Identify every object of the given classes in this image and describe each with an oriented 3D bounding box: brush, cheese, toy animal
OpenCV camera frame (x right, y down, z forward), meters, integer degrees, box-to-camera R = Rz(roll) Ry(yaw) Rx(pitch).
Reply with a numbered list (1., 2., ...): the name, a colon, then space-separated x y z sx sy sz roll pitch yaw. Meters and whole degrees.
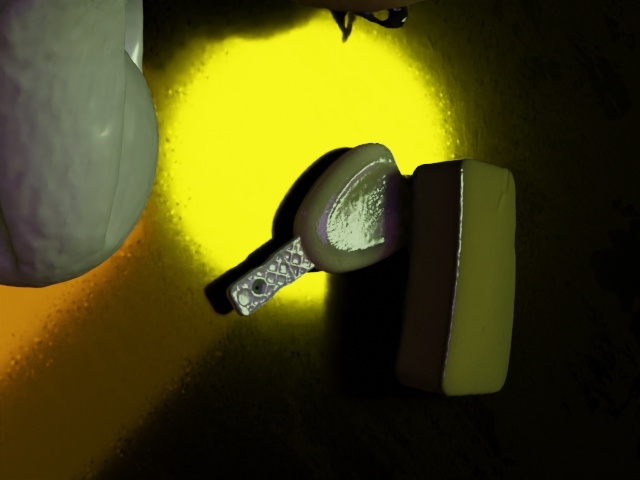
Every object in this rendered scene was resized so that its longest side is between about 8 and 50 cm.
1. brush: 0.118 0.031 1.012 0.123 0.059 0.197 9 85 -59
2. cheese: 0.000 0.000 0.974 0.192 0.037 0.097 -37 108 -26
3. toy animal: -0.179 -0.098 0.762 0.206 0.272 0.265 4 101 -7

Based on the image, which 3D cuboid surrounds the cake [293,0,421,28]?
1. cake: 0.069 -0.293 0.898 0.332 0.332 0.321 -65 149 -15
